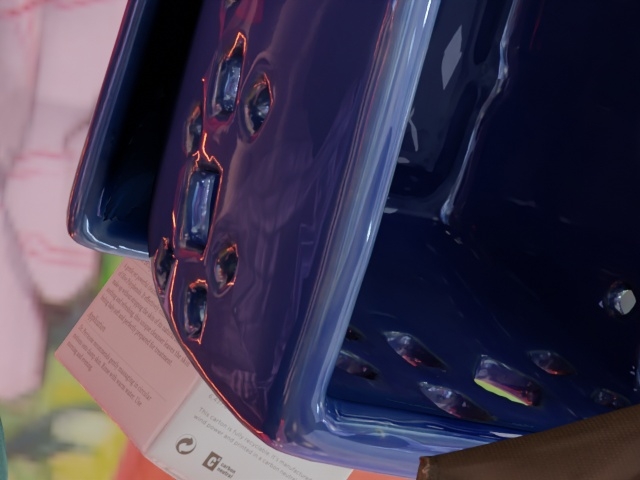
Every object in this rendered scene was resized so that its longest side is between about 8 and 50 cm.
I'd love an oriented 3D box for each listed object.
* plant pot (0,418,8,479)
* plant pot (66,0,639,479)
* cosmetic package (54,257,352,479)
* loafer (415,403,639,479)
[{"bbox_3d":[-0.205,0.062,0.502,0.293,0.293,0.196,2,162,38],"label":"plant pot"},{"bbox_3d":[0.055,-0.054,0.706,0.236,0.236,0.212,11,-169,-36],"label":"plant pot"},{"bbox_3d":[0.000,0.000,1.394,0.155,0.365,0.197,38,180,-31],"label":"cosmetic package"},{"bbox_3d":[0.057,0.081,0.522,0.220,0.078,0.080,-37,170,-8],"label":"loafer"}]
